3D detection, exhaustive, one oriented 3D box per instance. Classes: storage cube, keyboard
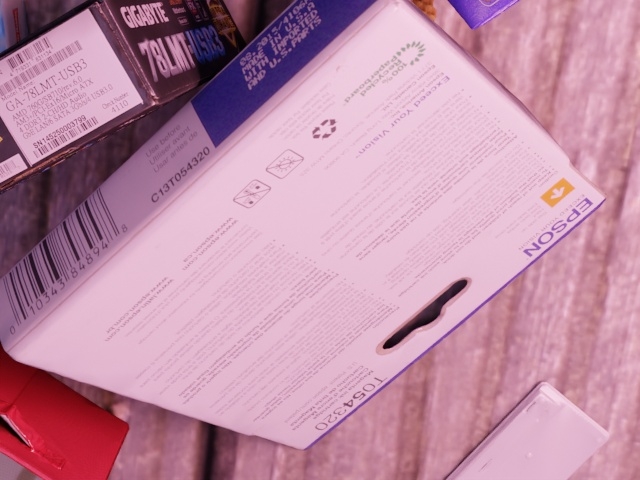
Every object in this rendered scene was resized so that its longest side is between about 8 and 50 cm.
[{"bbox_3d":[-0.281,0.187,0.941,0.183,0.193,0.215,36,98,-6],"label":"storage cube"},{"bbox_3d":[0.122,0.225,1.026,0.072,0.014,0.256,38,106,-12],"label":"keyboard"}]

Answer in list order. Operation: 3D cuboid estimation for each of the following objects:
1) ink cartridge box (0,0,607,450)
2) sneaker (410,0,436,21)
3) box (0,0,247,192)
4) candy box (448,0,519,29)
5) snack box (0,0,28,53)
[{"bbox_3d":[0.000,0.000,0.872,0.324,0.330,0.071,-41,55,14],"label":"ink cartridge box"},{"bbox_3d":[0.013,-0.196,0.887,0.084,0.069,0.185,-18,109,32],"label":"sneaker"},{"bbox_3d":[-0.207,-0.068,0.818,0.293,0.295,0.073,-25,99,13],"label":"box"},{"bbox_3d":[0.094,-0.325,0.739,0.317,0.122,0.268,48,145,-9],"label":"candy box"},{"bbox_3d":[-0.381,-0.207,0.914,0.322,0.060,0.187,-2,106,6],"label":"snack box"}]
